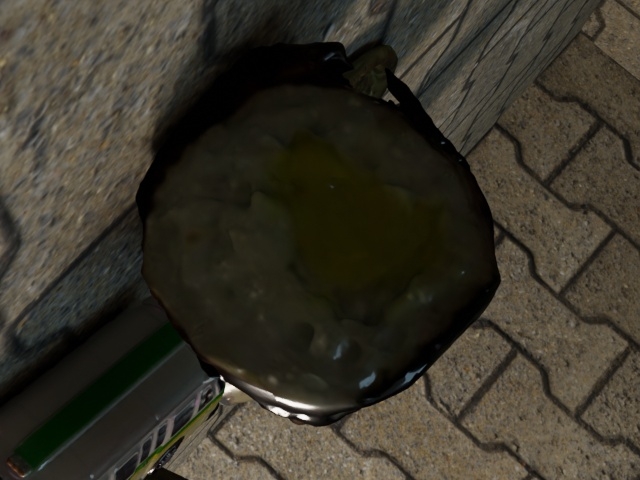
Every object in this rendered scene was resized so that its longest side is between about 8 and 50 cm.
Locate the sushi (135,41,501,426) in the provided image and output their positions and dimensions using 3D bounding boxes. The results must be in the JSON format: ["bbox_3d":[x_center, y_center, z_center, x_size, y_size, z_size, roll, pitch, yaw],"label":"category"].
[{"bbox_3d":[-0.001,0.001,0.998,0.281,0.299,0.294,-26,171,3],"label":"sushi"}]

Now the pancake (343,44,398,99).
[{"bbox_3d":[0.004,-0.131,1.339,0.250,0.031,0.250,-48,174,-7],"label":"pancake"}]

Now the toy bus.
[{"bbox_3d":[-0.228,0.185,1.170,0.305,0.143,0.179,-40,167,-42],"label":"toy bus"}]

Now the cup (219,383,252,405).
[{"bbox_3d":[-0.063,0.079,1.403,0.257,0.227,0.301,-35,153,3],"label":"cup"}]

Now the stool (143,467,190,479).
[{"bbox_3d":[-0.295,0.324,1.357,0.272,0.178,0.272,-49,172,-9],"label":"stool"}]
